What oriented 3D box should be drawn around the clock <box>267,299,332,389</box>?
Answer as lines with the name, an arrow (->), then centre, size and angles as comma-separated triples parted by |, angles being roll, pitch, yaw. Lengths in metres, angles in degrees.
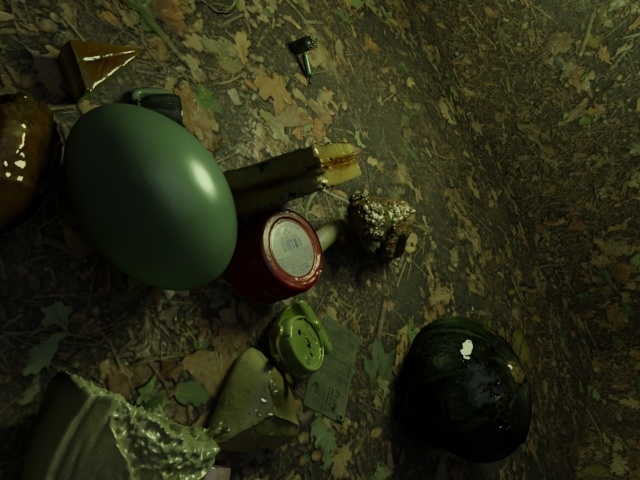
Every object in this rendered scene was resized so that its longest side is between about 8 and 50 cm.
clock -> -0.059, 0.268, 1.128 | 0.170, 0.069, 0.232 | 60, 26, -11

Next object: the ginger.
ginger -> -0.519, -0.139, 0.748 | 0.165, 0.172, 0.321 | 39, 39, -34

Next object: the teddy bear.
teddy bear -> 0.177, -0.036, 1.451 | 0.223, 0.296, 0.246 | -9, 73, -13

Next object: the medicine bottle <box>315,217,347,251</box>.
medicine bottle -> 0.000, 0.000, 1.337 | 0.218, 0.074, 0.073 | -39, 103, -48

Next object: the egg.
egg -> -0.320, -0.078, 0.882 | 0.388, 0.276, 0.276 | 56, 44, -14

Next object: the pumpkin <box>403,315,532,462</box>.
pumpkin -> 0.465, 0.457, 1.430 | 0.455, 0.344, 0.453 | 26, 55, -43

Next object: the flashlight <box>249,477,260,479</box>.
flashlight -> -0.168, 0.537, 0.987 | 0.083, 0.018, 0.018 | 5, 71, -45

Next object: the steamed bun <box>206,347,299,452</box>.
steamed bun -> -0.124, 0.380, 1.031 | 0.212, 0.111, 0.231 | 39, 53, -29

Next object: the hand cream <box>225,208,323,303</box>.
hand cream -> -0.114, 0.039, 1.146 | 0.230, 0.149, 0.230 | 22, 57, -38

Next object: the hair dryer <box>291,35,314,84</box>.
hair dryer -> -0.049, -0.605, 1.536 | 0.047, 0.071, 0.150 | -24, 108, -46

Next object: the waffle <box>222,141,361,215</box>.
waffle -> -0.056, -0.163, 1.125 | 0.113, 0.261, 0.376 | 72, 21, -6

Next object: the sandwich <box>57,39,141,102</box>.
sandwich -> -0.465, -0.359, 0.994 | 0.163, 0.079, 0.113 | -17, 89, -49

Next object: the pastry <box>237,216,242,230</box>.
pastry -> -0.268, -0.097, 1.066 | 0.208, 0.115, 0.097 | 63, 8, -6

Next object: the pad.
pad -> 0.039, 0.358, 1.279 | 0.160, 0.009, 0.264 | 37, 51, -29

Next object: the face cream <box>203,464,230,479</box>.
face cream -> -0.229, 0.550, 0.892 | 0.084, 0.057, 0.198 | 29, 53, -36

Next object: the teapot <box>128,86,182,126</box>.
teapot -> -0.376, -0.301, 1.041 | 0.108, 0.111, 0.149 | 1, 79, -31

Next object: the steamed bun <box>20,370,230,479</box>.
steamed bun -> -0.346, 0.338, 0.710 | 0.272, 0.290, 0.273 | 40, 56, -10
